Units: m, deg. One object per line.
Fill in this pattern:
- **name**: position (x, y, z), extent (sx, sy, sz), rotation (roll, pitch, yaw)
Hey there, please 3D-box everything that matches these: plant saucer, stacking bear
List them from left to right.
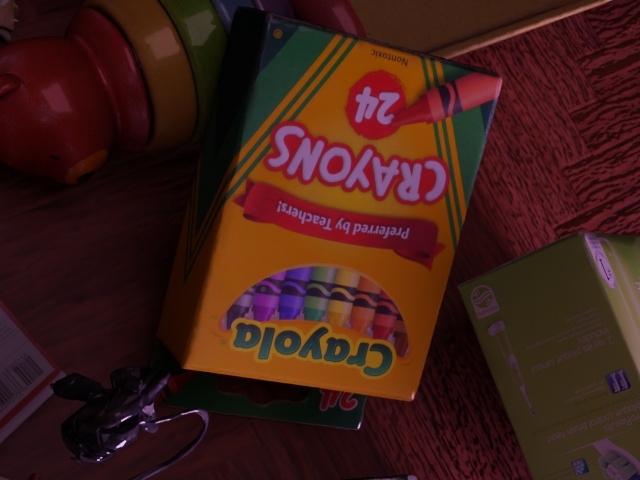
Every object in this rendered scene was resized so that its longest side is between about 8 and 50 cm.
- **stacking bear**: position (-0.136, -0.136, 1.037), extent (0.289, 0.175, 0.164), rotation (-25, 85, -27)
- **plant saucer**: position (0.069, -0.291, 1.230), extent (0.333, 0.081, 0.333), rotation (-23, 68, -35)

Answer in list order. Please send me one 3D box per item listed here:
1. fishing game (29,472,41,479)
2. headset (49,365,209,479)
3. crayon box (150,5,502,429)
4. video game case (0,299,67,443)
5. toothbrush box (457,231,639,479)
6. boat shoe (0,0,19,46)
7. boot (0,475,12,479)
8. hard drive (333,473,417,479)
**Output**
- **fishing game**: position (-0.107, 0.273, 0.940), extent (0.264, 0.041, 0.189), rotation (24, 57, -18)
- **headset**: position (-0.148, 0.266, 0.753), extent (0.243, 0.185, 0.394), rotation (14, 93, 1)
- **crayon box**: position (0.000, 0.000, 0.999), extent (0.202, 0.081, 0.318), rotation (10, 99, -25)
- **video game case**: position (-0.331, 0.049, 0.886), extent (0.285, 0.025, 0.204), rotation (50, 43, -6)
- **toothbrush box**: position (0.252, 0.143, 1.101), extent (0.206, 0.122, 0.283), rotation (3, 65, -62)
- **boat shoe**: position (-0.273, -0.176, 1.033), extent (0.059, 0.063, 0.170), rotation (42, 58, -19)
- **boot**: position (-0.182, 0.209, 0.863), extent (0.158, 0.084, 0.059), rotation (24, 55, 11)
- **hard drive**: position (-0.003, 0.345, 0.926), extent (0.237, 0.064, 0.339), rotation (4, 71, -37)
